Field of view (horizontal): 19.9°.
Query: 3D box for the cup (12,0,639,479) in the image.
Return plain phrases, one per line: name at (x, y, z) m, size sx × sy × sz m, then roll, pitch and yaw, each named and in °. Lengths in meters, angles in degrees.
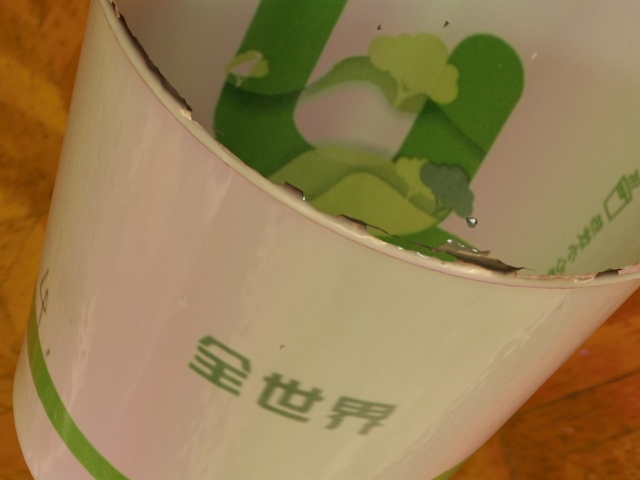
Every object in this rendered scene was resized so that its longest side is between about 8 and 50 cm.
cup at (0.000, 0.000, 0.722) m, size 0.253 × 0.274 × 0.253 m, roll 14°, pitch 44°, yaw -14°
